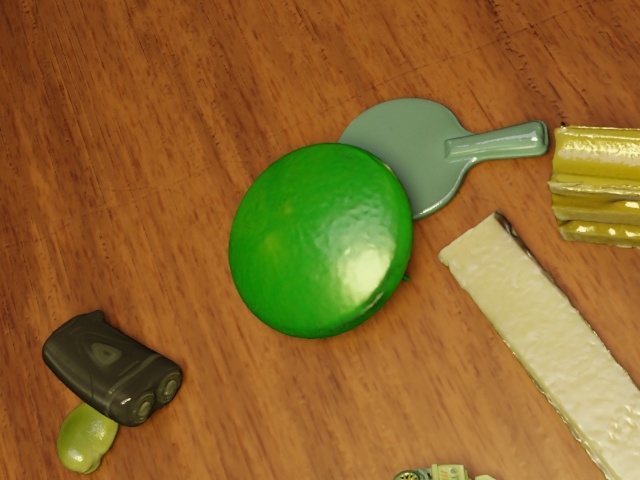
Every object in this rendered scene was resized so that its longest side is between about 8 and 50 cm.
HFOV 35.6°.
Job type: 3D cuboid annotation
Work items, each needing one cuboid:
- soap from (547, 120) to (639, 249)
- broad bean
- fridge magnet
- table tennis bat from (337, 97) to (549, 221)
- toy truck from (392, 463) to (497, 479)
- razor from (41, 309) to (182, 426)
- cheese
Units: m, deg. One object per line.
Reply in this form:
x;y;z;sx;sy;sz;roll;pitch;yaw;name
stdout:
0.332;-0.043;0.913;0.233;0.135;0.076;8;70;24;soap
-0.248;0.207;1.060;0.063;0.045;0.083;9;62;21;broad bean
0.000;0.000;1.028;0.208;0.088;0.208;-8;72;24;fridge magnet
0.125;-0.093;1.068;0.237;0.038;0.149;-9;65;20;table tennis bat
0.116;0.263;0.853;0.100;0.077;0.169;-10;28;7;toy truck
-0.225;0.137;1.064;0.148;0.054;0.090;28;44;28;razor
0.247;0.135;0.922;0.085;0.034;0.400;-38;59;5;cheese
